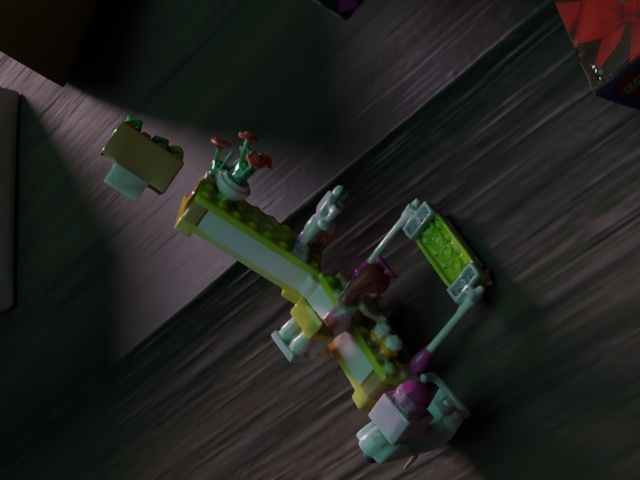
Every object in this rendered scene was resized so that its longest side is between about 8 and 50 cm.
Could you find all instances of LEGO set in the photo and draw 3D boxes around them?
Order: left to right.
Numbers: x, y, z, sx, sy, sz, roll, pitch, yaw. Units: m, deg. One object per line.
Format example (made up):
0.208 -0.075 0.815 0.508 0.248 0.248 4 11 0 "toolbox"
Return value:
0.000 0.000 0.861 0.287 0.132 0.107 46 113 20 "LEGO set"

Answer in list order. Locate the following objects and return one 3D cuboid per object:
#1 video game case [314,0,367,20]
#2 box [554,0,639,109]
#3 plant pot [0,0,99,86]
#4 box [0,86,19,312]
0.072 -0.273 0.850 0.232 0.042 0.210 -45 26 34 "video game case"
0.222 -0.229 0.707 0.293 0.057 0.201 -42 51 37 "box"
-0.254 -0.296 1.182 0.237 0.237 0.254 33 93 48 "plant pot"
-0.450 -0.014 1.370 0.345 0.168 0.215 -18 69 46 "box"
